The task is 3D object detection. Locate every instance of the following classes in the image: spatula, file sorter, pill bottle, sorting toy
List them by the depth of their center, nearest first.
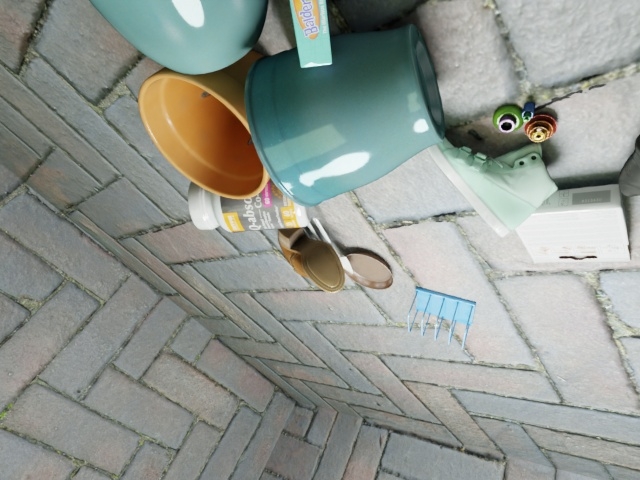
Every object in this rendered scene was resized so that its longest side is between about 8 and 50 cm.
[{"bbox_3d":[0.336,-0.191,0.669,0.102,0.042,0.061,17,145,20],"label":"sorting toy"},{"bbox_3d":[-0.169,-0.102,1.000,0.278,0.162,0.162,-5,140,7],"label":"pill bottle"},{"bbox_3d":[0.349,0.230,1.179,0.170,0.104,0.118,13,145,24],"label":"file sorter"},{"bbox_3d":[0.000,0.000,1.191,0.168,0.019,0.242,26,153,48],"label":"spatula"}]

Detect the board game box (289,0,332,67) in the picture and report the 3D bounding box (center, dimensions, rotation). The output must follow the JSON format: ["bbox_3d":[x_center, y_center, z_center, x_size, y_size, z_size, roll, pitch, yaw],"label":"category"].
[{"bbox_3d":[-0.017,-0.366,0.556,0.047,0.210,0.160,-5,140,4],"label":"board game box"}]

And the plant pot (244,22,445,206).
[{"bbox_3d":[0.060,-0.214,0.673,0.255,0.272,0.271,-11,131,28],"label":"plant pot"}]

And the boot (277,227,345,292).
[{"bbox_3d":[-0.029,0.081,1.213,0.283,0.109,0.220,40,160,24],"label":"boot"}]

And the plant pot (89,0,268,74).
[{"bbox_3d":[-0.210,-0.405,0.604,0.293,0.293,0.235,16,157,21],"label":"plant pot"}]

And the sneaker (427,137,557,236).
[{"bbox_3d":[0.305,-0.149,0.738,0.151,0.094,0.256,-42,83,18],"label":"sneaker"}]

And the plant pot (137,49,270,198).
[{"bbox_3d":[-0.190,-0.261,0.841,0.291,0.203,0.291,21,147,14],"label":"plant pot"}]

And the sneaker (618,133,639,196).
[{"bbox_3d":[0.596,-0.079,0.585,0.286,0.109,0.130,25,158,20],"label":"sneaker"}]

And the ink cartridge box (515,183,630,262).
[{"bbox_3d":[0.490,-0.023,0.792,0.181,0.056,0.224,-3,154,41],"label":"ink cartridge box"}]

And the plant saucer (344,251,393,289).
[{"bbox_3d":[0.144,0.087,1.216,0.168,0.029,0.168,20,147,14],"label":"plant saucer"}]
